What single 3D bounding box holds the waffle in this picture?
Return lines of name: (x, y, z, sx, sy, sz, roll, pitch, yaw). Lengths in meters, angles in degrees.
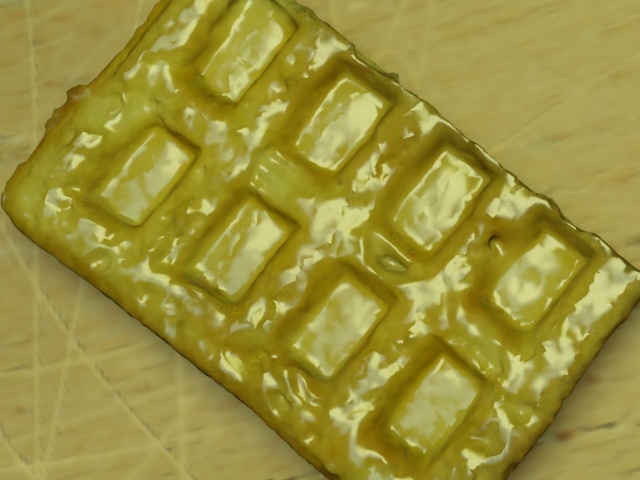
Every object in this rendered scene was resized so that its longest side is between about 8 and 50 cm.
waffle: (0.000, 0.000, 0.850, 0.274, 0.057, 0.168, 38, 94, 11)
